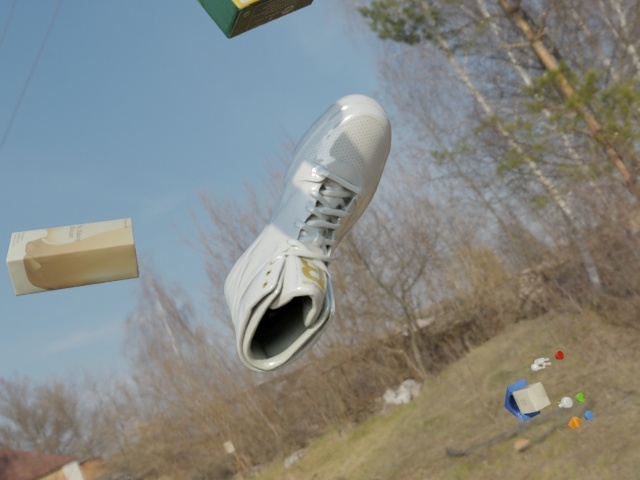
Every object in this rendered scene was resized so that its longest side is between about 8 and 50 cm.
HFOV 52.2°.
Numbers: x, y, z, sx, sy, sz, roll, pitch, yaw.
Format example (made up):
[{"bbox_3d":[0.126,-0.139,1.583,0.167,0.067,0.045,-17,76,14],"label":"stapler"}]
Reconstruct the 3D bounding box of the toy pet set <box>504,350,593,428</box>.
[{"bbox_3d":[0.372,0.263,1.094,0.114,0.122,0.065,-15,-14,-29],"label":"toy pet set"}]

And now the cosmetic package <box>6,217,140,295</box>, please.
[{"bbox_3d":[-0.238,0.014,0.636,0.115,0.060,0.041,-9,-59,-16],"label":"cosmetic package"}]

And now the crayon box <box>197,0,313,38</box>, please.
[{"bbox_3d":[-0.170,-0.522,1.128,0.203,0.323,0.083,-35,-6,-33],"label":"crayon box"}]

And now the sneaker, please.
[{"bbox_3d":[0.000,0.000,0.670,0.293,0.108,0.169,-60,21,16],"label":"sneaker"}]
